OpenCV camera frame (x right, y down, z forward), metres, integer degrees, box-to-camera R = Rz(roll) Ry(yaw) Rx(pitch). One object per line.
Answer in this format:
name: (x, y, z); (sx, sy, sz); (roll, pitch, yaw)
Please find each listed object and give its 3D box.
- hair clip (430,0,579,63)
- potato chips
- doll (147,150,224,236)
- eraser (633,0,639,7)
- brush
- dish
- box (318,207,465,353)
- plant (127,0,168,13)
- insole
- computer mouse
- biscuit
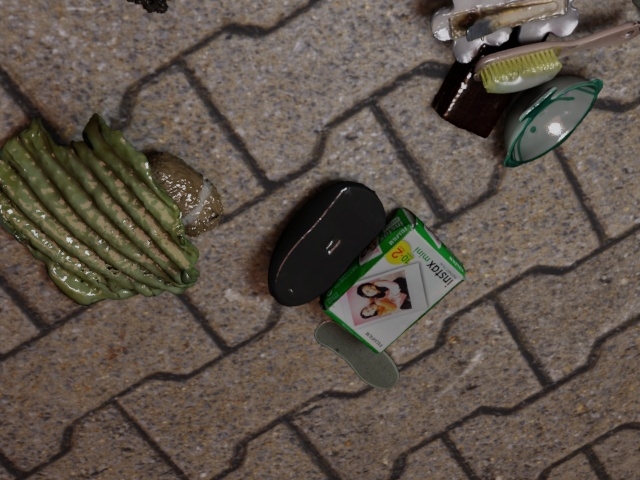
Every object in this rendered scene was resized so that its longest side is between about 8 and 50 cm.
hair clip: (0.308, -0.373, 1.515); (0.256, 0.075, 0.146); (-17, 120, -9)
potato chips: (-0.366, -0.030, 1.576); (0.373, 0.097, 0.389); (-5, 127, 31)
doll: (-0.264, -0.094, 1.601); (0.221, 0.115, 0.105); (36, 77, -17)
eraser: (0.614, -0.580, 1.529); (0.098, 0.096, 0.404); (0, 116, -9)
brush: (0.407, -0.304, 1.558); (0.312, 0.072, 0.067); (-16, 75, -10)
dish: (0.387, -0.232, 1.635); (0.224, 0.078, 0.246); (-42, 157, 13)
box: (0.133, 0.076, 1.763); (0.250, 0.103, 0.180); (-43, 117, 12)
plant: (-0.233, -0.428, 1.458); (0.174, 0.087, 0.085); (-40, 92, 5)
insole: (0.079, 0.234, 1.887); (0.080, 0.003, 0.232); (-44, 116, 12)
computer mouse: (0.000, 0.000, 1.708); (0.270, 0.086, 0.137); (-48, 124, 5)
biscuit: (0.301, -0.309, 1.620); (0.106, 0.070, 0.252); (20, 111, -20)
